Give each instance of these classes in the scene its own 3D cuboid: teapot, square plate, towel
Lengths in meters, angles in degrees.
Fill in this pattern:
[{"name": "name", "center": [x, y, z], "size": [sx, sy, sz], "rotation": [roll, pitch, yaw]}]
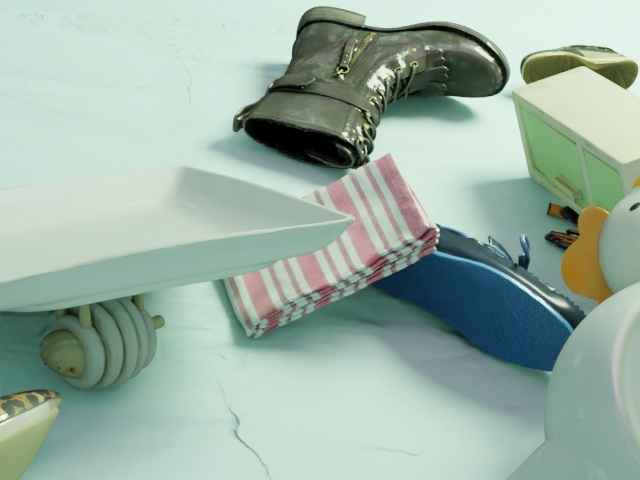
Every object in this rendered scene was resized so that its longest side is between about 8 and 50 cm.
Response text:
[{"name": "teapot", "center": [0.279, 0.156, 1.522], "size": [0.256, 0.187, 0.252], "rotation": [28, 58, -11]}, {"name": "square plate", "center": [-0.198, -0.002, 1.648], "size": [0.347, 0.049, 0.344], "rotation": [-11, 15, -27]}, {"name": "towel", "center": [0.000, 0.000, 1.733], "size": [0.197, 0.029, 0.144], "rotation": [-26, 38, -1]}]

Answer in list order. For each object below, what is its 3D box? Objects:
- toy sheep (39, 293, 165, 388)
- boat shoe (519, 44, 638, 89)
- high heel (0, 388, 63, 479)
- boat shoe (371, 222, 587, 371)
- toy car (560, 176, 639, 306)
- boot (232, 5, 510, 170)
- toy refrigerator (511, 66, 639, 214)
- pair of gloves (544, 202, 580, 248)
[{"name": "toy sheep", "center": [-0.180, 0.080, 1.591], "size": [0.132, 0.091, 0.091], "rotation": [-15, 41, -41]}, {"name": "boat shoe", "center": [0.285, -0.194, 2.146], "size": [0.152, 0.056, 0.049], "rotation": [2, 29, -28]}, {"name": "high heel", "center": [-0.336, 0.150, 1.442], "size": [0.186, 0.093, 0.261], "rotation": [28, 43, 24]}, {"name": "boat shoe", "center": [0.145, 0.026, 1.735], "size": [0.258, 0.109, 0.089], "rotation": [32, 42, 26]}, {"name": "toy car", "center": [0.316, -0.021, 1.616], "size": [0.238, 0.210, 0.219], "rotation": [-14, 2, 0]}, {"name": "boot", "center": [0.057, -0.144, 1.997], "size": [0.263, 0.091, 0.229], "rotation": [10, 39, 7]}, {"name": "toy refrigerator", "center": [0.279, -0.079, 1.852], "size": [0.094, 0.102, 0.269], "rotation": [-19, 24, -11]}, {"name": "pair of gloves", "center": [0.262, -0.011, 1.905], "size": [0.074, 0.010, 0.083], "rotation": [10, 31, 3]}]
